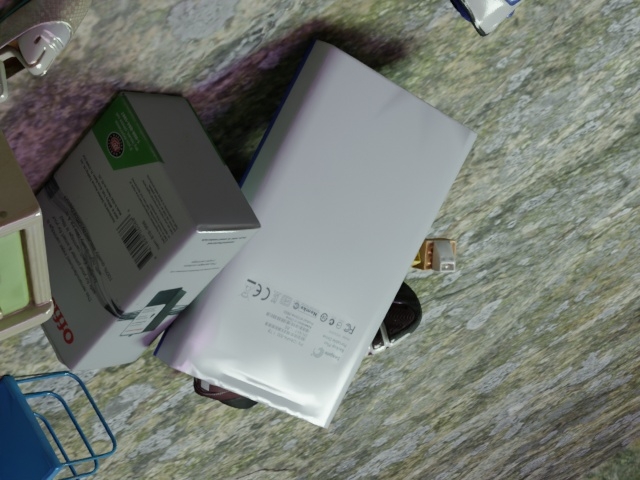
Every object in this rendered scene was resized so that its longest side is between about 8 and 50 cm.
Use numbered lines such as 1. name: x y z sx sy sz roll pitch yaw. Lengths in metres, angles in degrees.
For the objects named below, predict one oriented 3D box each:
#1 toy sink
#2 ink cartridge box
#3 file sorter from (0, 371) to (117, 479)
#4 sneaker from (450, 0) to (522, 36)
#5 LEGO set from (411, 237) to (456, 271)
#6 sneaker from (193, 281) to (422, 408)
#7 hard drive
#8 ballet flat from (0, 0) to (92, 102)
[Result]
1. toy sink: -0.312 0.017 1.411 0.153 0.131 0.234 -22 156 -18
2. ink cartridge box: -0.170 -0.005 1.510 0.087 0.153 0.208 -2 145 -50
3. file sorter: -0.317 0.235 1.867 0.104 0.118 0.170 -8 148 -50
4. sneaker: 0.187 -0.273 1.461 0.315 0.127 0.182 -8 152 -29
5. LEGO set: 0.026 0.054 1.933 0.287 0.132 0.107 -41 -174 -41
6. sneaker: -0.027 0.123 2.029 0.281 0.106 0.162 -12 158 -17
7. hard drive: 0.000 0.000 1.600 0.210 0.040 0.318 27 91 -40
8. ballet flat: -0.234 -0.134 1.299 0.168 0.052 0.057 -33 157 4
